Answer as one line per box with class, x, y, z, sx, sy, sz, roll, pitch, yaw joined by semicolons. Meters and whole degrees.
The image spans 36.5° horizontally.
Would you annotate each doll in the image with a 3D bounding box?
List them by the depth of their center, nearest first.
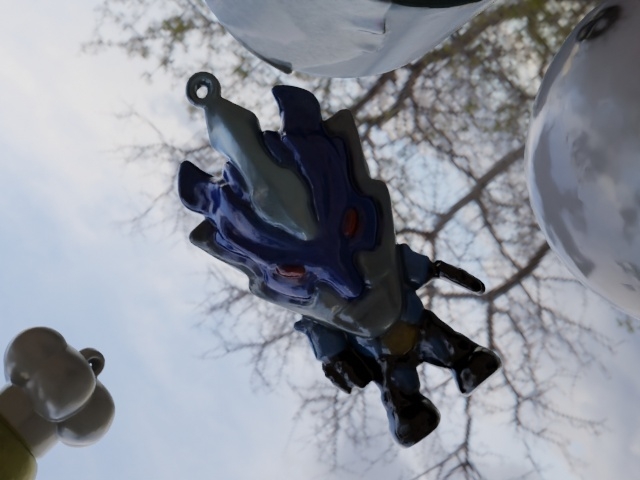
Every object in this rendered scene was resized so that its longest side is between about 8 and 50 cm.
doll;0.183;-0.039;0.380;0.251;0.221;0.221;54;-163;-48
doll;0.000;0.000;0.444;0.195;0.096;0.070;51;-176;7
doll;-0.179;0.116;0.523;0.162;0.062;0.106;-47;-41;-26

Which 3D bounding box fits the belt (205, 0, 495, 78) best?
belt;0.064;-0.331;0.759;0.300;0.173;0.436;40;-118;-12
